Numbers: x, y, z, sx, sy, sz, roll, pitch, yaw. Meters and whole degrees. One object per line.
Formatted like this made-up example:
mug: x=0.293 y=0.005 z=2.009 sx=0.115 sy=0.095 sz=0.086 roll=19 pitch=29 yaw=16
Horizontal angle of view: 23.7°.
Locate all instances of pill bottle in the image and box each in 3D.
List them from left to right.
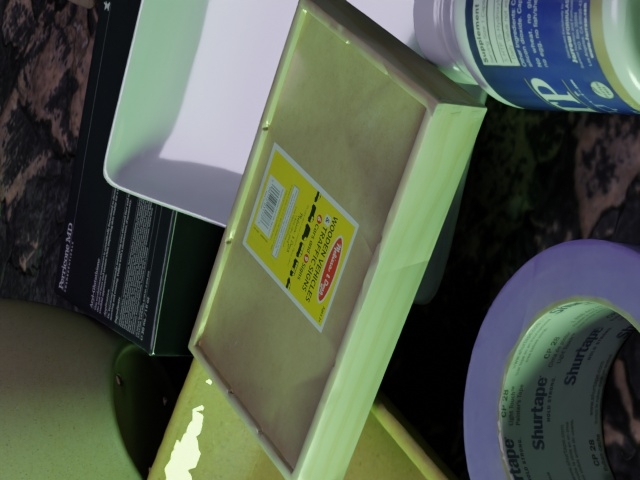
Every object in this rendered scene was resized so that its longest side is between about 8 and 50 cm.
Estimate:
pill bottle: x=0.140 y=-0.126 z=0.843 sx=0.186 sy=0.112 sz=0.112 roll=12 pitch=95 yaw=56

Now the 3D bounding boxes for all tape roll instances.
tape roll: x=0.165 y=0.095 z=0.806 sx=0.189 sy=0.080 sz=0.189 roll=-9 pitch=79 yaw=55

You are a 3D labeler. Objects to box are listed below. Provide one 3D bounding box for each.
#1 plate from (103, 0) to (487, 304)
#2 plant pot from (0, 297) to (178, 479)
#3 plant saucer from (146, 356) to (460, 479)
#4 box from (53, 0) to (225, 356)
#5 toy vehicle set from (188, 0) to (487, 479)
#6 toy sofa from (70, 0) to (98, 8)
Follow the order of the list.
plate: x=-0.002 y=-0.130 z=1.033 sx=0.277 sy=0.045 sz=0.278 roll=21 pitch=105 yaw=26
plant pot: x=-0.221 y=0.167 z=1.243 sx=0.191 sy=0.284 sz=0.284 roll=-16 pitch=68 yaw=17
plant saucer: x=-0.009 y=0.226 z=1.041 sx=0.333 sy=0.081 sz=0.333 roll=48 pitch=123 yaw=48
box: x=-0.115 y=-0.057 z=1.220 sx=0.184 sy=0.103 sz=0.261 roll=23 pitch=105 yaw=51
toy vehicle set: x=0.000 y=0.000 z=0.952 sx=0.166 sy=0.035 sz=0.267 roll=47 pitch=125 yaw=47
toy sofa: x=-0.235 y=-0.358 z=1.317 sx=0.362 sy=0.177 sz=0.150 roll=127 pitch=165 yaw=-70
